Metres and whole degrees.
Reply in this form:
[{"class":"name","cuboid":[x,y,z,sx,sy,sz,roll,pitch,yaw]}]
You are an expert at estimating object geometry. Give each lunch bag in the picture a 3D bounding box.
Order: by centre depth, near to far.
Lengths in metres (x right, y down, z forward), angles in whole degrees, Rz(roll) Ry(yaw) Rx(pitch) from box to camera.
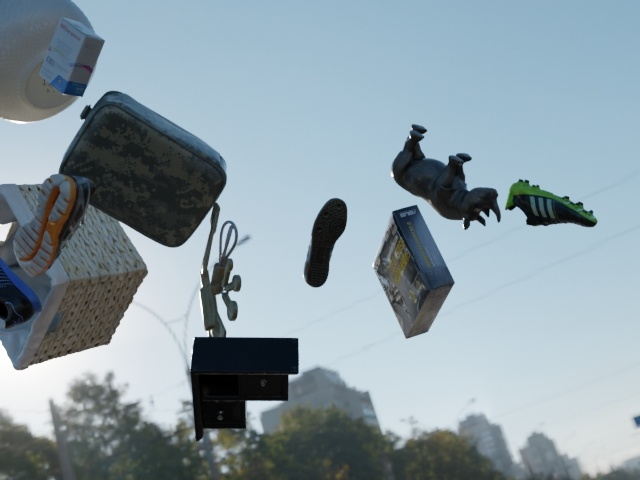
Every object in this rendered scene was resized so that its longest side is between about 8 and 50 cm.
[{"class":"lunch bag","cuboid":[-0.343,-0.155,1.822,0.305,0.256,0.212,30,-75,-19]}]

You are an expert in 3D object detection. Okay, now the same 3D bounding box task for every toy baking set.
[{"class":"toy baking set","cuboid":[-0.177,0.070,1.649,0.030,0.256,0.197,3,-35,-26]}]

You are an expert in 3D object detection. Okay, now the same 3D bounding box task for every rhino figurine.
[{"class":"rhino figurine","cuboid":[0.207,-0.092,1.502,0.073,0.243,0.106,-5,-56,-44]}]

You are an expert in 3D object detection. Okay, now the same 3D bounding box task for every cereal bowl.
[{"class":"cereal bowl","cuboid":[-0.672,-0.416,2.195,0.339,0.141,0.339,-33,-30,-22]}]

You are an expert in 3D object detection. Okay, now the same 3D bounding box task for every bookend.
[{"class":"bookend","cuboid":[-0.113,0.225,1.384,0.156,0.072,0.157,1,-51,-3]}]

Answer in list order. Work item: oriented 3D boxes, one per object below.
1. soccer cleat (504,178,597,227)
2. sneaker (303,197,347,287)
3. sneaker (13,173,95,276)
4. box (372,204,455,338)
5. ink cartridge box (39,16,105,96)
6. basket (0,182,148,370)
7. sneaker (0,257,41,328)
[{"class":"soccer cleat","cuboid":[0.413,-0.051,1.650,0.060,0.179,0.072,1,-68,-49]},{"class":"sneaker","cuboid":[0.000,0.000,1.874,0.066,0.188,0.071,17,5,-17]},{"class":"sneaker","cuboid":[-0.442,-0.023,1.540,0.215,0.084,0.083,-53,-16,27]},{"class":"box","cuboid":[0.179,0.066,1.826,0.056,0.183,0.231,-15,-26,-16]},{"class":"ink cartridge box","cuboid":[-0.470,-0.346,1.736,0.052,0.088,0.122,0,-58,-54]},{"class":"basket","cuboid":[-0.640,0.072,2.205,0.266,0.331,0.328,-10,-37,-47]},{"class":"sneaker","cuboid":[-0.705,0.097,1.966,0.090,0.232,0.081,-36,-26,-40]}]
